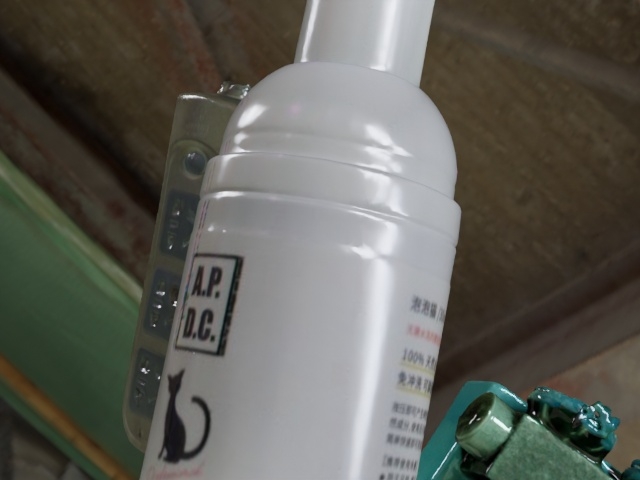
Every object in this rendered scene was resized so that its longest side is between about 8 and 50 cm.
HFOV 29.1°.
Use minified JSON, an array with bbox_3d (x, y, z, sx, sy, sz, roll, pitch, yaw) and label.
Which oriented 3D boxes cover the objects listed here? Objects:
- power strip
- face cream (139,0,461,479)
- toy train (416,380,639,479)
[{"bbox_3d":[-0.090,0.026,0.889,0.080,0.048,0.286,18,-81,51],"label":"power strip"},{"bbox_3d":[0.000,0.000,0.663,0.145,0.370,0.145,9,-9,1],"label":"face cream"},{"bbox_3d":[0.165,0.182,0.854,0.203,0.112,0.163,39,-12,-7],"label":"toy train"}]
